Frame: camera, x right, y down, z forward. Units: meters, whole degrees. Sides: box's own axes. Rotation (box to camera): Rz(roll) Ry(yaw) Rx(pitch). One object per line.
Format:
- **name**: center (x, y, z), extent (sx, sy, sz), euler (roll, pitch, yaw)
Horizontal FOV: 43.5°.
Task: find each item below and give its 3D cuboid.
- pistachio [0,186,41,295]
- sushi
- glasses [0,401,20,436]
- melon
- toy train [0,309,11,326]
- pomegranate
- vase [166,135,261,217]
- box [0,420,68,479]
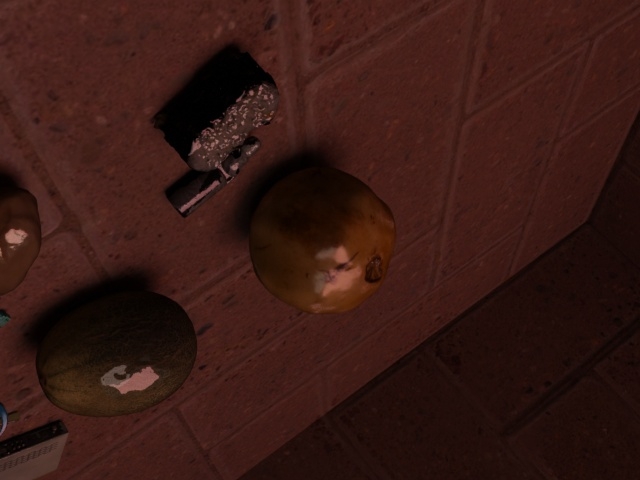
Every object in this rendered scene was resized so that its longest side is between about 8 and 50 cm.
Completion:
- **pistachio**: center (-0.510, 0.003, 1.285), extent (0.136, 0.135, 0.226), euler (-19, 153, -38)
- **sushi**: center (-0.169, -0.223, 1.402), extent (0.212, 0.115, 0.147), euler (-45, 151, 12)
- **glasses**: center (-0.716, 0.423, 1.684), extent (0.239, 0.102, 0.207), euler (-44, 154, 5)
- **melon**: center (-0.412, 0.234, 1.643), extent (0.329, 0.248, 0.248), euler (-15, 145, -30)
- **toy train**: center (-0.607, 0.139, 1.470), extent (0.045, 0.029, 0.092), euler (-44, 155, -11)
- **pomegranate**: center (0.000, 0.000, 1.781), extent (0.333, 0.332, 0.332), euler (-32, 153, -18)
- **vase**: center (-0.202, -0.131, 1.566), extent (0.211, 0.060, 0.060), euler (-40, 155, -3)
- **box**: center (-0.740, 0.533, 1.896), extent (0.270, 0.045, 0.210), euler (-17, 146, -41)
